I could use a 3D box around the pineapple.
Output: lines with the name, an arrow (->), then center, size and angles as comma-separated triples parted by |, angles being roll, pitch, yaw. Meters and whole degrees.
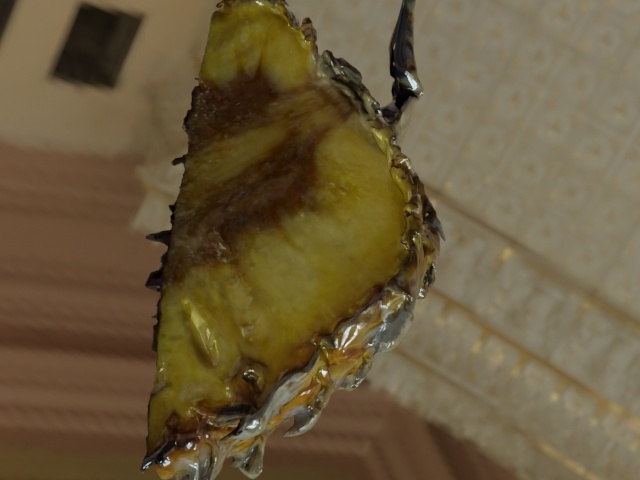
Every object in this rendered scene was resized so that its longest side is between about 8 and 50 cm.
pineapple -> 0.005, 0.000, 1.097 | 0.161, 0.158, 0.335 | 55, -152, -51
